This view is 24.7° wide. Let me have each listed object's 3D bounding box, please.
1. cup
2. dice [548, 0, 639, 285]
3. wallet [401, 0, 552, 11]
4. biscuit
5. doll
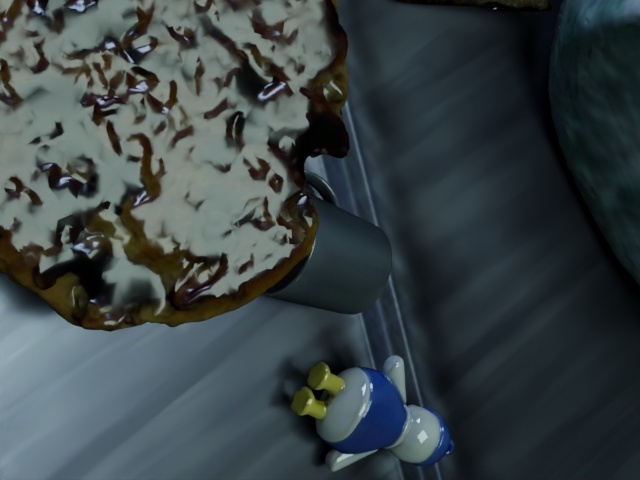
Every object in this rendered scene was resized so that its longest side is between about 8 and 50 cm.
[{"bbox_3d":[0.000,0.000,1.029,0.077,0.078,0.100,19,59,-37],"label":"cup"},{"bbox_3d":[0.410,-0.123,1.131,0.348,0.328,0.330,-38,111,-26],"label":"dice"},{"bbox_3d":[0.117,-0.298,1.109,0.132,0.039,0.243,-2,94,-26],"label":"wallet"},{"bbox_3d":[-0.121,-0.110,0.929,0.289,0.081,0.334,-20,97,-21],"label":"biscuit"},{"bbox_3d":[0.045,0.132,1.069,0.143,0.057,0.099,25,100,-32],"label":"doll"}]
